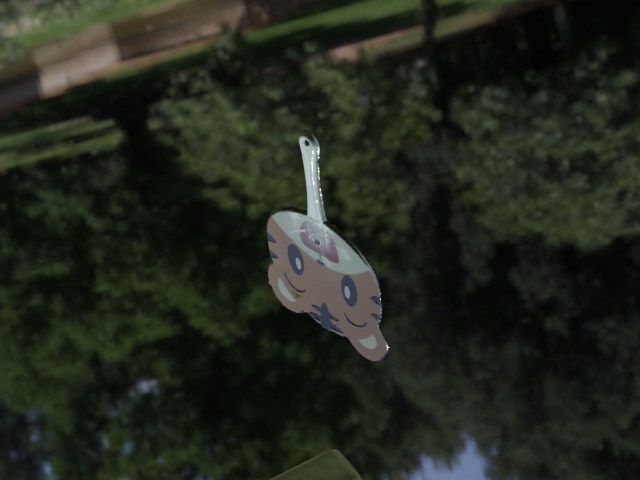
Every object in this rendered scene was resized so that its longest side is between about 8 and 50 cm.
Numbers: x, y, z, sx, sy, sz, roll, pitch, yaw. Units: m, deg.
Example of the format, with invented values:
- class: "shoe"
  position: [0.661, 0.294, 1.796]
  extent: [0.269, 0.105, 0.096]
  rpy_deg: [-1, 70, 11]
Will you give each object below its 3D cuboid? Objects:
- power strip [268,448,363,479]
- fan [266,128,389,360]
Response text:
- class: "power strip"
  position: [-0.094, 0.217, 0.929]
  extent: [0.288, 0.053, 0.093]
  rpy_deg: [-21, 153, -35]
- class: "fan"
  position: [0.000, 0.000, 1.346]
  extent: [0.152, 0.226, 0.008]
  rpy_deg: [29, -130, 35]
